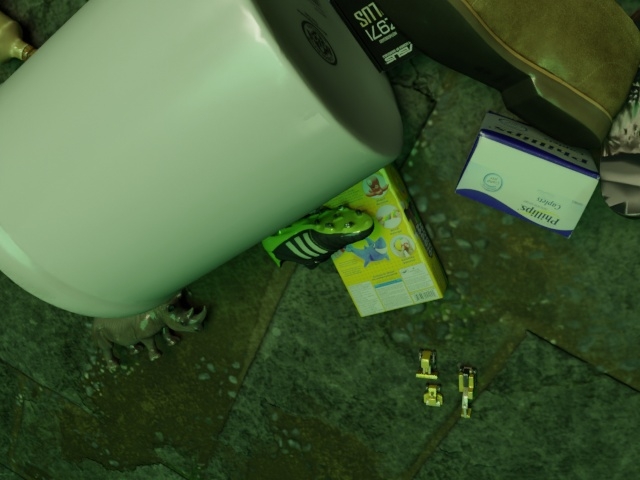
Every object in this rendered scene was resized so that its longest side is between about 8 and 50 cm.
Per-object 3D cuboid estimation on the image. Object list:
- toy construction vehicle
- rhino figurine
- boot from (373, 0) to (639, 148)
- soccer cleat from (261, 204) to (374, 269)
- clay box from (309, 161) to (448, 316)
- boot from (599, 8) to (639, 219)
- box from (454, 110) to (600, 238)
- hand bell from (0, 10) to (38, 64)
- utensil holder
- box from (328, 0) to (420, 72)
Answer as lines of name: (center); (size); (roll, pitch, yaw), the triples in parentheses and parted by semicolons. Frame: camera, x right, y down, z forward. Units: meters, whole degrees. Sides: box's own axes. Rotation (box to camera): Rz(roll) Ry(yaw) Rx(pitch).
toy construction vehicle: (0.183, 0.213, 0.817); (0.086, 0.035, 0.098); (5, 114, 19)
rhino figurine: (-0.291, 0.144, 0.942); (0.244, 0.073, 0.106); (-18, 109, 25)
boot: (0.168, -0.215, 0.524); (0.306, 0.112, 0.115); (31, 94, -12)
soccer cleat: (0.000, 0.000, 0.723); (0.179, 0.060, 0.072); (-6, 122, 39)
clay box: (0.069, -0.013, 0.747); (0.128, 0.053, 0.221); (-18, 104, 30)
boot: (0.340, -0.127, 0.593); (0.082, 0.106, 0.219); (8, 88, 32)
box: (0.226, -0.079, 0.611); (0.126, 0.137, 0.072); (23, 118, 9)
hand bell: (-0.412, -0.267, 0.804); (0.242, 0.126, 0.126); (26, 120, -7)
utensil holder: (-0.147, -0.128, 0.625); (0.386, 0.327, 0.327); (-27, 101, 27)
box: (0.100, -0.284, 0.565); (0.180, 0.077, 0.147); (-22, 134, 28)
